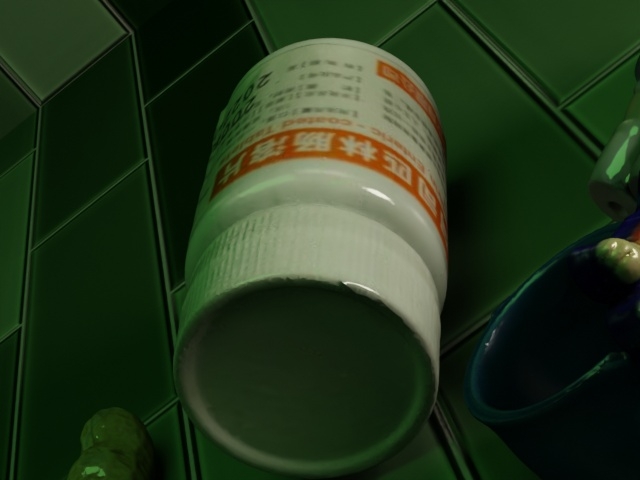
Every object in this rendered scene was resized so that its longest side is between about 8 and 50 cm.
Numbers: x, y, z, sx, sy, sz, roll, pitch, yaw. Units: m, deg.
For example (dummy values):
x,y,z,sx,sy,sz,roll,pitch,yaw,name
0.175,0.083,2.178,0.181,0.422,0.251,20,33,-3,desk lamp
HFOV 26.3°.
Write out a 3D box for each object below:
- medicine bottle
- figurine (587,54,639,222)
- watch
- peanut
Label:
x,y,z,sx,sy,sz,roll,pitch,yaw,name
0.000,0.000,1.121,0.211,0.211,0.371,-31,26,21,medicine bottle
0.322,-0.180,0.970,0.224,0.205,0.382,-26,27,56,figurine
0.188,0.058,0.836,0.200,0.171,0.196,-32,11,45,watch
-0.184,0.206,1.199,0.080,0.080,0.174,-35,26,14,peanut
